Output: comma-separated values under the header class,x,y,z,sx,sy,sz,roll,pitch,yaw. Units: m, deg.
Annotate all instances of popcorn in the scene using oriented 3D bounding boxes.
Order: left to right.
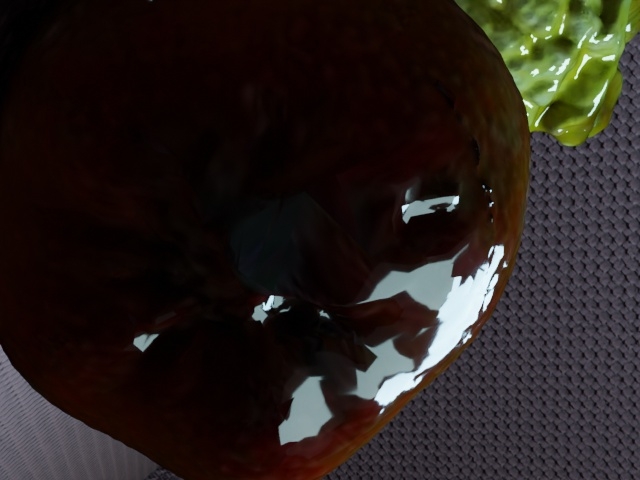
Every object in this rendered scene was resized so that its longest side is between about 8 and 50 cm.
class,x,y,z,sx,sy,sz,roll,pitch,yaw
popcorn,0.162,-0.168,1.339,0.237,0.251,0.206,-32,-137,45

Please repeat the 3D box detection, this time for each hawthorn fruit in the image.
class,x,y,z,sx,sy,sz,roll,pitch,yaw
hawthorn fruit,-0.045,-0.022,0.866,0.295,0.295,0.311,-44,-162,-15
